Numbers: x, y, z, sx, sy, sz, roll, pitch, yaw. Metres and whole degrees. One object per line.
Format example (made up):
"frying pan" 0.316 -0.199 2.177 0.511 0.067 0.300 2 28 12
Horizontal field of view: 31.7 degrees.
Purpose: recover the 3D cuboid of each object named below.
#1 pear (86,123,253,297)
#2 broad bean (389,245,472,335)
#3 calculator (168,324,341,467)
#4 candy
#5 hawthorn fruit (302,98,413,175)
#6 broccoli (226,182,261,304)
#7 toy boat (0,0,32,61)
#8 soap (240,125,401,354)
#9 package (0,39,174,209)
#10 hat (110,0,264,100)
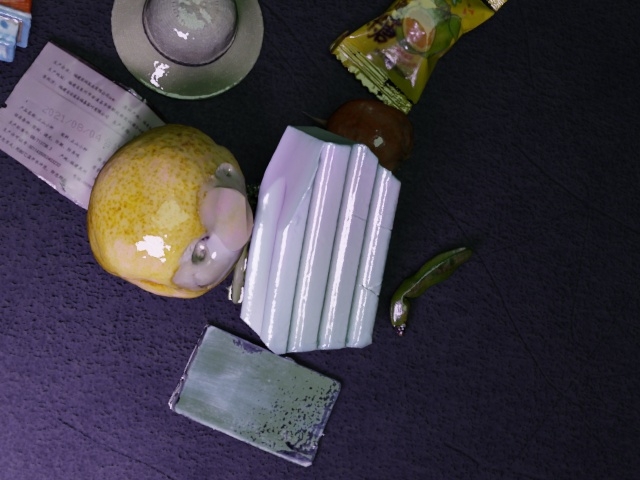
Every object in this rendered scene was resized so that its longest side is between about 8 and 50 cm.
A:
"pear" -0.233 -0.044 1.741 0.271 0.271 0.271 1 85 -13
"broad bean" 0.179 0.072 1.936 0.061 0.046 0.195 43 82 -19
"calculator" -0.103 0.258 1.866 0.261 0.021 0.161 26 79 -10
"candy" 0.171 -0.379 1.958 0.187 0.081 0.297 43 88 -7
"hawthorn fruit" 0.065 -0.167 1.881 0.189 0.149 0.149 15 82 -12
"broccoli" -0.112 0.005 1.854 0.122 0.118 0.204 13 99 -31
"toy boat" -0.615 -0.354 1.728 0.332 0.145 0.133 14 75 -15
"soap" 0.000 0.000 1.777 0.208 0.115 0.347 -2 111 -33
"package" -0.388 -0.180 1.816 0.251 0.062 0.204 34 77 -5
"hat" -0.207 -0.365 1.838 0.257 0.130 0.257 1 84 -14
